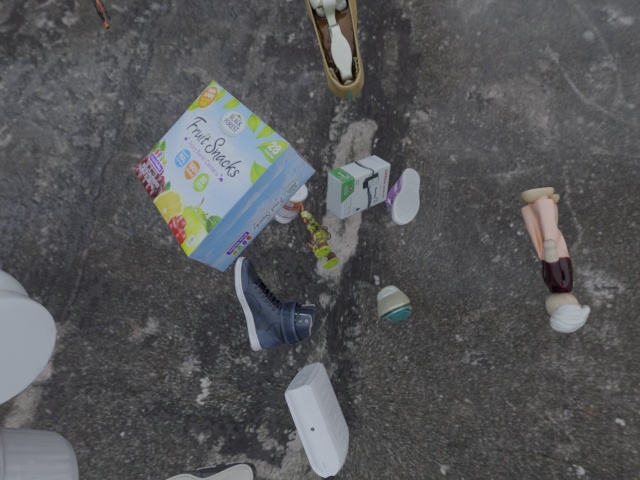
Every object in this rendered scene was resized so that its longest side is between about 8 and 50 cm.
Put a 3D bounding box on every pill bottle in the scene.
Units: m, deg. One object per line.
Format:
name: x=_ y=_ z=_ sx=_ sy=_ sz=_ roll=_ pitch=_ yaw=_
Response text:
pill bottle: x=-0.477 y=0.091 z=0.491 sx=0.279 sy=0.162 sz=0.162 roll=16 pitch=69 yaw=22
pill bottle: x=-0.143 y=-0.170 z=1.810 sx=0.121 sy=0.216 sz=0.121 roll=10 pitch=58 yaw=-16

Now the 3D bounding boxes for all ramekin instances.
ramekin: x=-0.460 y=0.406 z=0.576 sx=0.273 sy=0.127 sz=0.272 roll=-16 pitch=64 yaw=37

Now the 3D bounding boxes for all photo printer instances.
photo printer: x=0.001 y=0.591 z=1.327 sx=0.107 sy=0.256 sz=0.307 roll=-22 pitch=87 yaw=10

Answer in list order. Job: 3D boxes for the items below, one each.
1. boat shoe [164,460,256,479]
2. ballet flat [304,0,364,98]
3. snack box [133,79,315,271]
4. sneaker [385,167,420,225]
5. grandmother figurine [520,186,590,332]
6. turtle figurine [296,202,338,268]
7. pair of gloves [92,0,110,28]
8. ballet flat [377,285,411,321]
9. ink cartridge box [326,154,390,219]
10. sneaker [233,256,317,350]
boat shoe: x=-0.379 y=0.828 z=1.355 sx=0.336 sy=0.095 sz=0.112 roll=-12 pitch=68 yaw=-1
ballet flat: x=0.024 y=-0.341 z=0.621 sx=0.080 sy=0.073 sz=0.232 roll=-16 pitch=103 yaw=8
snack box: x=-0.134 y=-0.092 z=0.524 sx=0.174 sy=0.070 sz=0.207 roll=-46 pitch=55 yaw=4
sneaker: x=0.315 y=-0.141 z=1.595 sx=0.102 sy=0.161 sz=0.282 roll=30 pitch=52 yaw=-8
grandmother figurine: x=0.572 y=0.052 z=0.981 sx=0.208 sy=0.104 sz=0.341 roll=13 pitch=68 yaw=-39
turtle figurine: x=0.000 y=0.000 z=1.449 sx=0.087 sy=0.269 sz=0.217 roll=-21 pitch=44 yaw=-5
pair of gloves: x=-0.526 y=-0.554 z=0.955 sx=0.010 sy=0.083 sz=0.074 roll=-33 pitch=110 yaw=-22
ballet flat: x=0.173 y=0.152 z=0.980 sx=0.087 sy=0.248 sz=0.086 roll=-4 pitch=74 yaw=12
ink cartridge box: x=0.129 y=-0.183 z=1.355 sx=0.209 sy=0.152 sz=0.087 roll=-25 pitch=46 yaw=-27
sneaker: x=-0.096 y=0.133 z=0.900 sx=0.164 sy=0.086 sz=0.226 roll=-10 pitch=105 yaw=12
